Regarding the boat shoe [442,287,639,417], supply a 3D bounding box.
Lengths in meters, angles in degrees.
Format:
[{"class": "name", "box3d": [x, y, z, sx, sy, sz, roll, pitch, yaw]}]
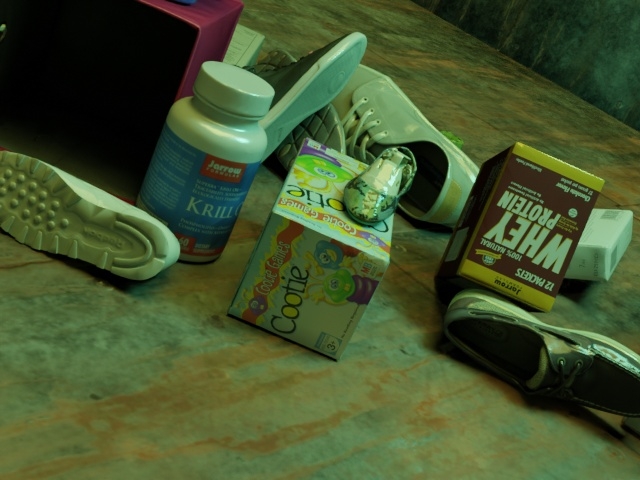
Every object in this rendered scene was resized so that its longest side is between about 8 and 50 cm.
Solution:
[{"class": "boat shoe", "box3d": [0.281, 0.152, 1.167, 0.285, 0.102, 0.092, 27, 28, 15]}]

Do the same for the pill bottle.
[{"class": "pill bottle", "box3d": [-0.138, -0.095, 1.123, 0.124, 0.221, 0.124, 20, 24, -9]}]

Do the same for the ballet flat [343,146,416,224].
[{"class": "ballet flat", "box3d": [0.076, -0.075, 1.124, 0.070, 0.070, 0.188, 26, 23, 4]}]

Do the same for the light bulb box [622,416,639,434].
[{"class": "light bulb box", "box3d": [0.622, 0.113, 1.240, 0.225, 0.361, 0.358, 35, 25, 19]}]

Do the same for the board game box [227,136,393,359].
[{"class": "board game box", "box3d": [0.000, 0.000, 1.154, 0.142, 0.144, 0.275, 24, 24, -3]}]

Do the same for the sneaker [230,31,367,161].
[{"class": "sneaker", "box3d": [-0.069, -0.252, 1.462, 0.147, 0.296, 0.104, 43, -9, 22]}]

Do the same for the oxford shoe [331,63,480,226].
[{"class": "oxford shoe", "box3d": [0.093, -0.181, 1.610, 0.449, 0.169, 0.130, 42, 26, 26]}]

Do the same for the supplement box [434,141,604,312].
[{"class": "supplement box", "box3d": [0.267, -0.012, 1.294, 0.129, 0.191, 0.194, 24, -4, -1]}]

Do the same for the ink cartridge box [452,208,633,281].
[{"class": "ink cartridge box", "box3d": [0.399, -0.007, 1.658, 0.261, 0.066, 0.296, 6, 15, 24]}]

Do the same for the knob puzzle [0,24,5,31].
[{"class": "knob puzzle", "box3d": [-0.599, -0.383, 1.532, 0.213, 0.030, 0.213, 20, 24, -9]}]

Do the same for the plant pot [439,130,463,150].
[{"class": "plant pot", "box3d": [0.239, -0.168, 1.825, 0.083, 0.079, 0.083, 20, 24, -9]}]

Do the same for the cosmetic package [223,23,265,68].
[{"class": "cosmetic package", "box3d": [-0.208, -0.315, 1.664, 0.160, 0.113, 0.309, 23, 23, -4]}]

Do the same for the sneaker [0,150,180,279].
[{"class": "sneaker", "box3d": [-0.269, -0.027, 1.049, 0.235, 0.090, 0.095, 29, 10, 2]}]

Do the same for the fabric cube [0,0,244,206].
[{"class": "fabric cube", "box3d": [-0.283, -0.239, 1.249, 0.259, 0.254, 0.258, 23, 24, -2]}]

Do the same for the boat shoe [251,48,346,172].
[{"class": "boat shoe", "box3d": [-0.022, -0.190, 1.568, 0.116, 0.123, 0.324, 49, 15, -50]}]

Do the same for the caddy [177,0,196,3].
[{"class": "caddy", "box3d": [-0.232, -0.442, 1.190, 0.341, 0.179, 0.241, 26, 23, 4]}]
